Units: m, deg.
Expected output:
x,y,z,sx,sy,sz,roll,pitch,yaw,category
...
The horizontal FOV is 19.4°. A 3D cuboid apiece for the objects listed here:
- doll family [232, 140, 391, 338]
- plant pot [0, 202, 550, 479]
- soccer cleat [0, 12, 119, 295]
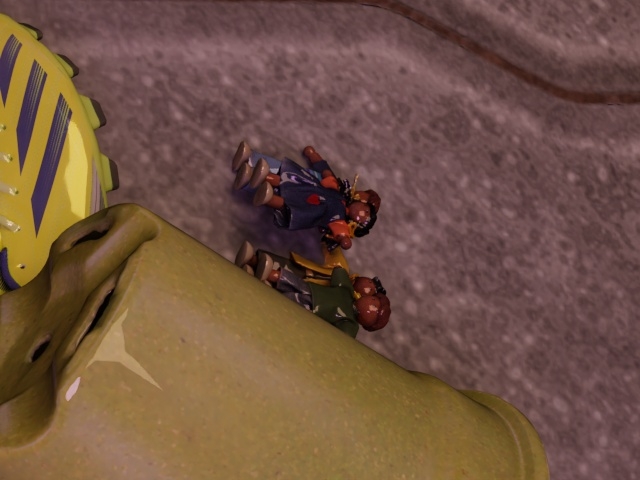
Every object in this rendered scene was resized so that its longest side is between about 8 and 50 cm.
x,y,z,sx,sy,sz,roll,pitch,yaw,category
0.000,0.000,1.273,0.111,0.076,0.193,13,55,-21,doll family
-0.064,0.124,0.993,0.254,0.276,0.276,42,48,-23,plant pot
-0.185,-0.014,1.136,0.121,0.093,0.289,-11,71,-34,soccer cleat
